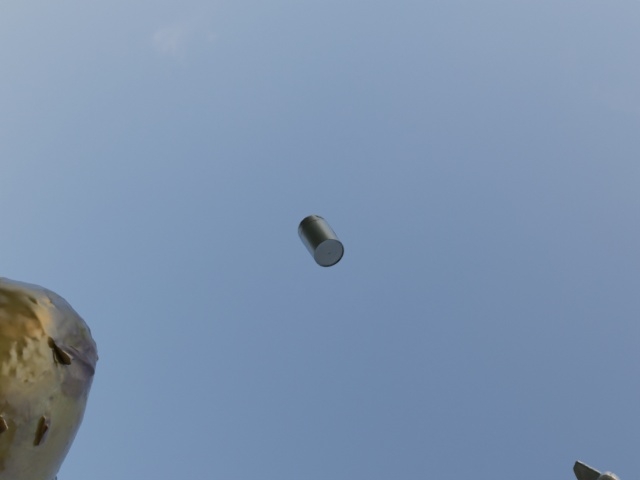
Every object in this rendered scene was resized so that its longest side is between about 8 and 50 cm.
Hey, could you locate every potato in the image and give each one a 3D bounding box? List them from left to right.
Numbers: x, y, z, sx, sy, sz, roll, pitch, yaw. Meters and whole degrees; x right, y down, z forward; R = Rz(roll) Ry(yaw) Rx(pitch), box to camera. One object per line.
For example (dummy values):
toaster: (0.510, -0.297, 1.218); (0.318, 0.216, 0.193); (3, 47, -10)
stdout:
potato: (-0.377, 0.122, 0.695); (0.299, 0.246, 0.196); (20, -93, 13)

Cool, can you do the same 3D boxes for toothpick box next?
toothpick box: (0.000, 0.000, 1.038); (0.052, 0.052, 0.083); (-44, -145, 7)

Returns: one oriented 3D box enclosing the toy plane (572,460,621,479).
toy plane: (0.306, 0.347, 0.759); (0.080, 0.174, 0.174); (19, -101, 42)
